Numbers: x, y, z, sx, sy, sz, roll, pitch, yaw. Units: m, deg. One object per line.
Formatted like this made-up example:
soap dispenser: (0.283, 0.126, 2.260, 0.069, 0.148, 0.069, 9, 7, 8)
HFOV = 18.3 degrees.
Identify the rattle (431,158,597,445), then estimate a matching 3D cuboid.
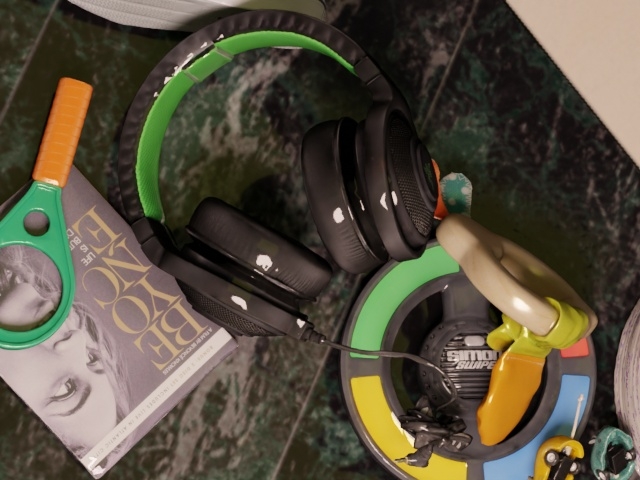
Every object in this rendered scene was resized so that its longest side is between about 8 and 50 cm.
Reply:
rattle: (0.123, 0.047, 1.669, 0.200, 0.143, 0.130, 39, 34, 14)

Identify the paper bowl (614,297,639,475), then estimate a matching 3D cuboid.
paper bowl: (0.408, 0.126, 1.707, 0.284, 0.148, 0.284, 2, 82, -12)

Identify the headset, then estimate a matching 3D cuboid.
headset: (0.000, 0.000, 1.621, 0.243, 0.185, 0.394, -34, 70, 10)

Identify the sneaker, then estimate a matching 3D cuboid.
sneaker: (-0.118, -0.232, 1.680, 0.258, 0.094, 0.091, 13, 64, -17)

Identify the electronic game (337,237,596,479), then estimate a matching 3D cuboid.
electronic game: (0.127, 0.108, 1.694, 0.229, 0.048, 0.229, 2, 81, -12)

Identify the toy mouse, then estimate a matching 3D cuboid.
toy mouse: (0.224, 0.210, 1.694, 0.143, 0.031, 0.161, 18, 97, -44)

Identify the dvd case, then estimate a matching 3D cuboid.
dvd case: (-0.200, 0.062, 1.642, 0.164, 0.018, 0.221, -43, 92, -16)

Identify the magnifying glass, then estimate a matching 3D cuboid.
magnifying glass: (-0.231, -0.022, 1.629, 0.092, 0.026, 0.231, 16, 79, -9)
